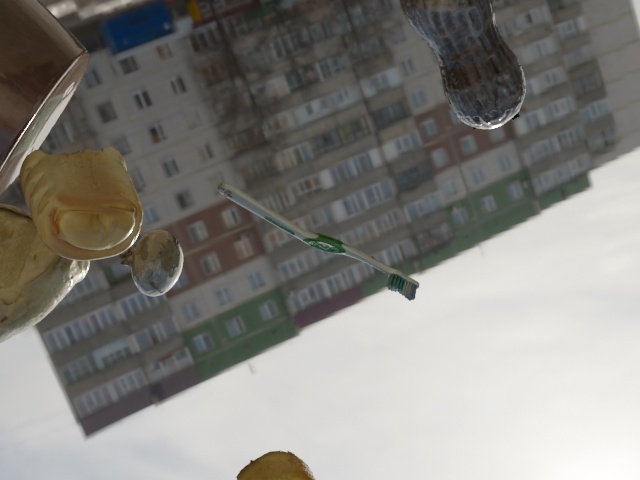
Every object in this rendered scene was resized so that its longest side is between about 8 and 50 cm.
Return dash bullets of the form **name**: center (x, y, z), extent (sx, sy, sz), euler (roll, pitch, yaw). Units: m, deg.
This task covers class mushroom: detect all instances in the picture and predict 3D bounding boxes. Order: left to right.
- **mushroom**: center (-0.216, 0.025, 1.212), extent (0.079, 0.085, 0.085), euler (17, -151, 21)

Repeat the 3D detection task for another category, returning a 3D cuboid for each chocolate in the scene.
- **chocolate**: center (0.171, -0.243, 1.168), extent (0.110, 0.248, 0.110), euler (-25, -163, 8)

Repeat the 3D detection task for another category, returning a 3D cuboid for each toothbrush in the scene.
- **toothbrush**: center (0.001, -0.002, 1.270), extent (0.030, 0.303, 0.030), euler (-55, -166, 22)

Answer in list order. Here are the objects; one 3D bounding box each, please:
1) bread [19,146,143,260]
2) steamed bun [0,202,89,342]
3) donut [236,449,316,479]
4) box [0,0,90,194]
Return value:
- **bread**: center (-0.262, -0.041, 1.061), extent (0.119, 0.084, 0.177), euler (1, -148, -25)
- **steamed bun**: center (-0.399, 0.053, 1.255), extent (0.212, 0.110, 0.231), euler (-7, -124, 13)
- **donut**: center (-0.063, 0.471, 1.768), extent (0.146, 0.181, 0.078), euler (-20, -163, -20)
- **box**: center (-0.423, -0.192, 1.151), extent (0.301, 0.216, 0.301), euler (-54, -171, 13)
